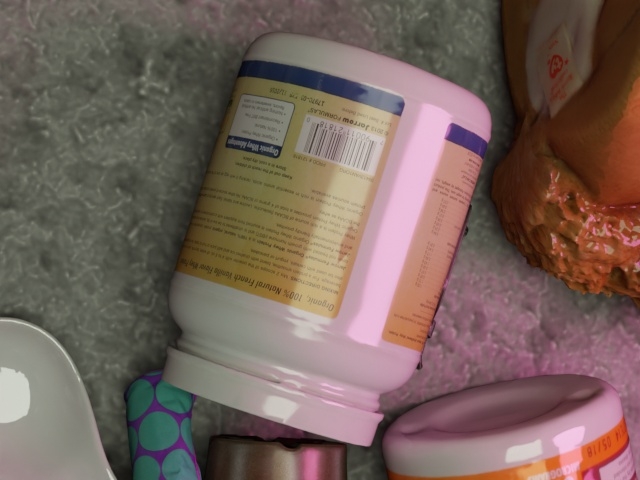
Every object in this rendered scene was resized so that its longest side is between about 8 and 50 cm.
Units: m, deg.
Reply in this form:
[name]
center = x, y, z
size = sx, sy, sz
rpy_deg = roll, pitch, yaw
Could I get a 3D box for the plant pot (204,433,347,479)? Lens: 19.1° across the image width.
[plant pot]
center = -0.043, 0.260, 1.711
size = 0.167, 0.167, 0.165
rpy_deg = 4, 85, -14

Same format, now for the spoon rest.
[spoon rest]
center = -0.234, 0.186, 1.689
size = 0.137, 0.084, 0.276
rpy_deg = -45, 104, -7

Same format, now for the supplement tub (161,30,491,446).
[supplement tub]
center = 0.000, 0.000, 1.649
size = 0.228, 0.228, 0.316
rpy_deg = 19, 87, -14

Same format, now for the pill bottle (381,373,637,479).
[pill bottle]
center = 0.201, 0.338, 1.733
size = 0.224, 0.224, 0.392
rpy_deg = -15, 97, -12

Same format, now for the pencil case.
[pencil case]
center = -0.134, 0.190, 1.683
size = 0.070, 0.064, 0.152
rpy_deg = -10, 56, -2

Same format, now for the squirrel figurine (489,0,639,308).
[squirrel figurine]
center = 0.366, -0.106, 1.752
size = 0.370, 0.281, 0.397
rpy_deg = 6, 108, -24

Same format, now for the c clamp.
[c clamp]
center = 0.111, 0.031, 1.755
size = 0.022, 0.137, 0.161
rpy_deg = 18, 77, 6
